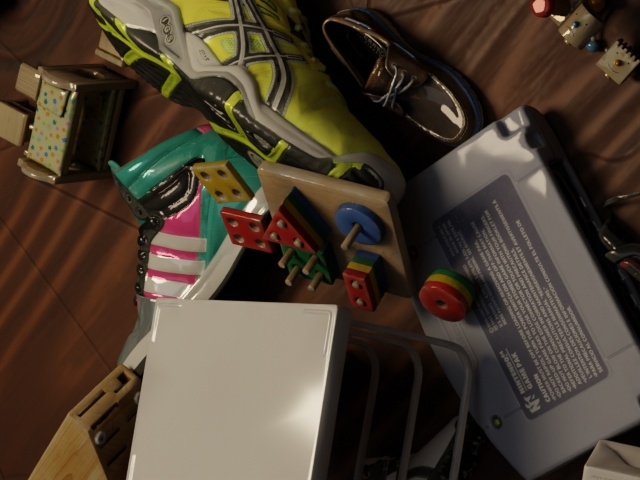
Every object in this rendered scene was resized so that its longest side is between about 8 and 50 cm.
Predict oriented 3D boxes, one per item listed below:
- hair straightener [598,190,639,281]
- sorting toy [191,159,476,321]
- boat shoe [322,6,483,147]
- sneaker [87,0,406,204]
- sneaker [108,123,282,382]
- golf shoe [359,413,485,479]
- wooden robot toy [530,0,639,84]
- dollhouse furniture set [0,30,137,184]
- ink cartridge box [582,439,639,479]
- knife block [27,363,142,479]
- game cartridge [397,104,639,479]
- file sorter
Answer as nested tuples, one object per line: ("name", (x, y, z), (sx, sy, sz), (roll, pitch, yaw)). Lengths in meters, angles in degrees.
("hair straightener", (0.324, 0.030, 1.564), (0.089, 0.047, 0.230), (-51, 59, 8))
("sorting toy", (0.000, 0.000, 1.666), (0.274, 0.046, 0.132), (16, 144, 26))
("boat shoe", (0.069, -0.145, 1.711), (0.183, 0.066, 0.066), (41, 119, 26))
("sneaker", (-0.054, -0.165, 1.742), (0.147, 0.145, 0.384), (-44, 64, -11))
("sneaker", (-0.154, -0.002, 1.864), (0.178, 0.124, 0.295), (45, 113, 18))
("golf shoe", (0.077, 0.223, 1.750), (0.094, 0.077, 0.198), (45, 119, 24))
("wooden robot toy", (0.220, -0.218, 1.587), (0.079, 0.076, 0.173), (-47, 68, 20))
("dollhouse furniture set", (-0.286, -0.174, 1.960), (0.161, 0.101, 0.182), (27, 112, 32))
("ink cartridge box", (0.272, 0.281, 1.586), (0.115, 0.067, 0.198), (11, 109, 17))
("knife block", (-0.260, 0.250, 1.942), (0.242, 0.088, 0.276), (6, 127, 36))
("game cartridge", (0.179, 0.053, 1.663), (0.196, 0.060, 0.294), (-33, 76, 32))
("file sorter", (-0.022, 0.165, 1.706), (0.277, 0.173, 0.193), (0, 78, 52))
